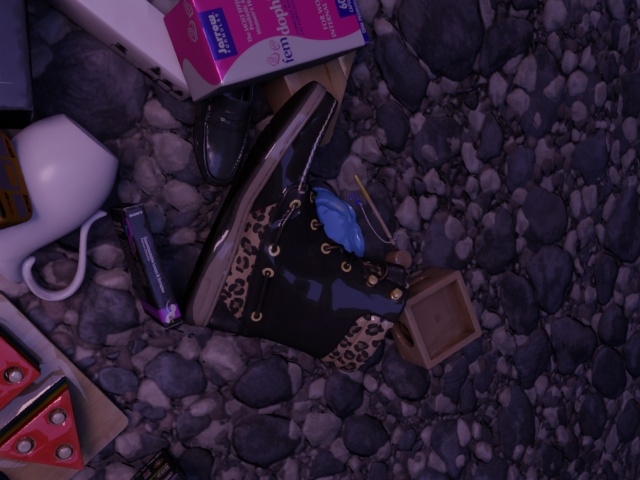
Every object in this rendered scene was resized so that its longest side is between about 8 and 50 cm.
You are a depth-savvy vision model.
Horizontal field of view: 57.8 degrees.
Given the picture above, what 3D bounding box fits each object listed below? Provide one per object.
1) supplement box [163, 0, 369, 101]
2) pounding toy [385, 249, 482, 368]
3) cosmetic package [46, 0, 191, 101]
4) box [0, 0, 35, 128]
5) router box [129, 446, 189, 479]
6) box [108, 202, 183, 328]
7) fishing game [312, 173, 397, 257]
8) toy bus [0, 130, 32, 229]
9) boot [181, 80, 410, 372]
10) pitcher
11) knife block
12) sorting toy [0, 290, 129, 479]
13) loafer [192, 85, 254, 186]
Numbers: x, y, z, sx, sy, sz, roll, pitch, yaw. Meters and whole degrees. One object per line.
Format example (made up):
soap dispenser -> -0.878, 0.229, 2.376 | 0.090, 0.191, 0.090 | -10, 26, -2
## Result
supplement box -> -0.066, -0.264, 0.730 | 0.220, 0.114, 0.111 | -25, 105, -25
pounding toy -> 0.152, 0.107, 0.995 | 0.181, 0.094, 0.206 | -27, 102, -21
cosmetic package -> -0.253, -0.278, 0.744 | 0.239, 0.099, 0.060 | 36, 77, -25
box -> -0.487, -0.278, 0.577 | 0.343, 0.179, 0.312 | -5, 96, -27
router box -> -0.244, 0.362, 0.810 | 0.122, 0.092, 0.038 | -44, 112, -18
box -> -0.235, 0.029, 0.772 | 0.029, 0.116, 0.162 | -23, 105, -26
fishing game -> -0.018, 0.009, 0.928 | 0.264, 0.041, 0.189 | -38, 103, -13
toy bus -> -0.478, -0.023, 0.559 | 0.333, 0.130, 0.108 | -16, 96, -7
boot -> 0.000, 0.000, 0.828 | 0.284, 0.138, 0.377 | 26, 96, -16
pitcher -> -0.333, -0.036, 0.722 | 0.207, 0.125, 0.178 | -50, 128, -3
knife block -> -0.071, -0.295, 0.844 | 0.242, 0.088, 0.275 | 17, 87, -27
sorting toy -> -0.414, 0.243, 0.712 | 0.257, 0.089, 0.255 | -43, 112, -18
loafer -> -0.135, -0.188, 0.825 | 0.076, 0.078, 0.223 | 6, 92, -27
